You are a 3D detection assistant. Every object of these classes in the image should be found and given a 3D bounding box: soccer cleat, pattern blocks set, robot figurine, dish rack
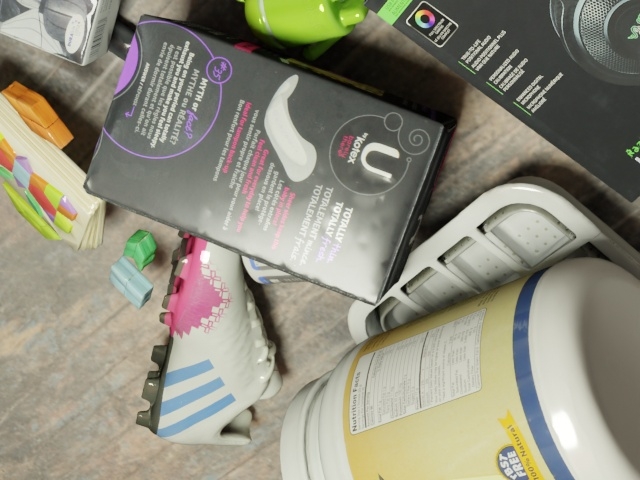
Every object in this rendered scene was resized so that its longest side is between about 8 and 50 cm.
[{"bbox_3d":[-0.097,0.094,1.405,0.143,0.116,0.331,12,134,-6],"label":"soccer cleat"},{"bbox_3d":[-0.280,-0.071,1.314,0.325,0.026,0.285,40,157,14],"label":"pattern blocks set"},{"bbox_3d":[-0.014,-0.199,1.148,0.115,0.067,0.101,-8,130,29],"label":"robot figurine"},{"bbox_3d":[0.222,0.094,1.274,0.333,0.072,0.285,40,131,-9],"label":"dish rack"}]

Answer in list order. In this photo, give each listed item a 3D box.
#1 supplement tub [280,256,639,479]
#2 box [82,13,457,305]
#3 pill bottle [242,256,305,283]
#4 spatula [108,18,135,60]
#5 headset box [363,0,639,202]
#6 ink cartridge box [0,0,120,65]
[{"bbox_3d":[0.143,0.165,1.166,0.316,0.228,0.228,-25,113,36],"label":"supplement tub"},{"bbox_3d":[-0.038,-0.074,1.171,0.270,0.143,0.165,22,100,8],"label":"box"},{"bbox_3d":[0.000,0.000,1.293,0.137,0.078,0.078,-3,125,26],"label":"pill bottle"},{"bbox_3d":[-0.278,-0.244,1.254,0.296,0.030,0.084,31,119,-3],"label":"spatula"},{"bbox_3d":[0.206,-0.211,0.991,0.283,0.131,0.246,36,133,-8],"label":"headset box"},{"bbox_3d":[-0.326,-0.291,1.192,0.332,0.065,0.165,22,116,7],"label":"ink cartridge box"}]
